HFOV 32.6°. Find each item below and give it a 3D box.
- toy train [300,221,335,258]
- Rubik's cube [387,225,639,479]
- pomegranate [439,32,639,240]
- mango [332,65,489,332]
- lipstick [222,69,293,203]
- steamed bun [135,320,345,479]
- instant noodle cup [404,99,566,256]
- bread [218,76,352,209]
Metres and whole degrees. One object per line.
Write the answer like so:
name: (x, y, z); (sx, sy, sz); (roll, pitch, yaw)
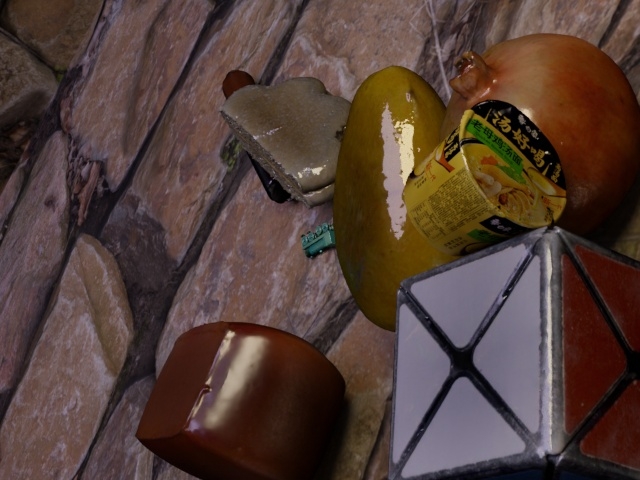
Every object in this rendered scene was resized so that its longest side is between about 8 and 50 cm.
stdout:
toy train: (0.000, 0.000, 1.841); (0.092, 0.029, 0.045); (-32, 64, 48)
Rubik's cube: (0.243, 0.157, 1.192); (0.260, 0.259, 0.255); (-24, 53, 47)
pomegranate: (0.252, -0.132, 1.322); (0.229, 0.270, 0.252); (2, 66, 51)
mango: (0.111, -0.053, 1.489); (0.253, 0.182, 0.365); (9, 111, 66)
lipstick: (-0.118, -0.212, 2.084); (0.077, 0.077, 0.418); (-54, 34, 22)
steamed bun: (-0.107, 0.256, 1.644); (0.379, 0.248, 0.235); (-26, 40, 65)
instant noodle cup: (0.172, -0.057, 1.174); (0.122, 0.151, 0.151); (-39, 43, 47)
bread: (-0.037, -0.190, 1.876); (0.183, 0.102, 0.337); (-40, 43, -6)
